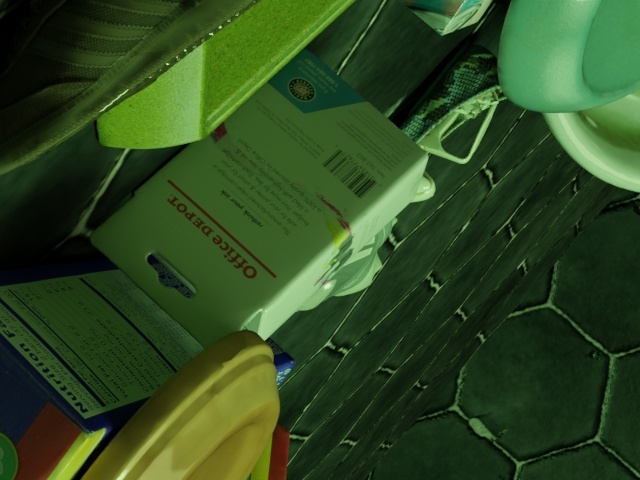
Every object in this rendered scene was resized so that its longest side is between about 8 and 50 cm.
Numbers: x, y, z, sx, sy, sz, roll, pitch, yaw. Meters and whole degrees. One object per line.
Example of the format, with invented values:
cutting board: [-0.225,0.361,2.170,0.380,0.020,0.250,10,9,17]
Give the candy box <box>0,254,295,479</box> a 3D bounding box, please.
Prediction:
candy box: [-0.176,0.147,0.977,0.268,0.122,0.317,-52,167,13]

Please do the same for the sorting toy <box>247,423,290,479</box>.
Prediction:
sorting toy: [-0.110,0.237,1.194,0.257,0.089,0.255,-44,-155,31]

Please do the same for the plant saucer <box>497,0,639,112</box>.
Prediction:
plant saucer: [0.240,-0.204,1.141,0.317,0.044,0.317,-39,156,-21]

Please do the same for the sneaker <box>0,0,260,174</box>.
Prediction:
sneaker: [-0.085,-0.097,0.701,0.188,0.071,0.066,-32,-173,28]

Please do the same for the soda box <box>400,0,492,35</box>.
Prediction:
soda box: [0.111,-0.212,1.026,0.183,0.058,0.063,-56,166,28]

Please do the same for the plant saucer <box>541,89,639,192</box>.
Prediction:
plant saucer: [0.314,-0.229,1.354,0.400,0.100,0.400,-16,128,-21]

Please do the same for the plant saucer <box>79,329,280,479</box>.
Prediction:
plant saucer: [-0.083,0.136,0.908,0.200,0.037,0.200,-49,167,-15]

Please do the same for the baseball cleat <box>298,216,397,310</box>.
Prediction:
baseball cleat: [0.000,0.000,1.276,0.109,0.072,0.206,-29,154,-15]

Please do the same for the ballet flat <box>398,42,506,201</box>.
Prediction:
ballet flat: [0.080,-0.071,1.351,0.188,0.070,0.070,-48,168,-1]

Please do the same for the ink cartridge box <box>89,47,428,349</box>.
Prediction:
ink cartridge box: [-0.037,-0.014,1.009,0.181,0.104,0.061,-43,166,-23]

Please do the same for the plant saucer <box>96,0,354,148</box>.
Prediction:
plant saucer: [-0.026,-0.130,0.824,0.188,0.045,0.188,-44,167,-20]

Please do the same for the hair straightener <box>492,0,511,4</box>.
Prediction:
hair straightener: [0.166,-0.248,1.166,0.230,0.047,0.089,-43,136,18]
